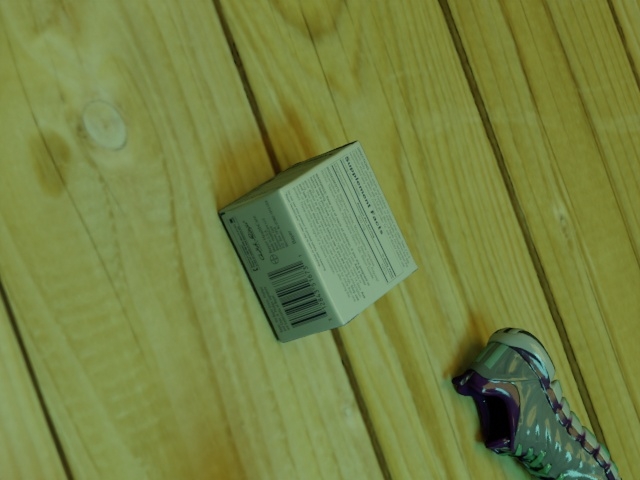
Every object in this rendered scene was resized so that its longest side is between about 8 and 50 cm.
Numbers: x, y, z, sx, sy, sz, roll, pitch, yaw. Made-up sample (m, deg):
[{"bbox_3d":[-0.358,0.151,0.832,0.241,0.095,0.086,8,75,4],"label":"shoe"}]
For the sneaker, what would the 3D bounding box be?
[{"bbox_3d":[0.200,0.196,1.822,0.098,0.083,0.223,-38,101,-31],"label":"sneaker"}]

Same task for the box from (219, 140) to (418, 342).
[{"bbox_3d":[0.000,0.000,1.636,0.137,0.072,0.126,-34,101,-53],"label":"box"}]
